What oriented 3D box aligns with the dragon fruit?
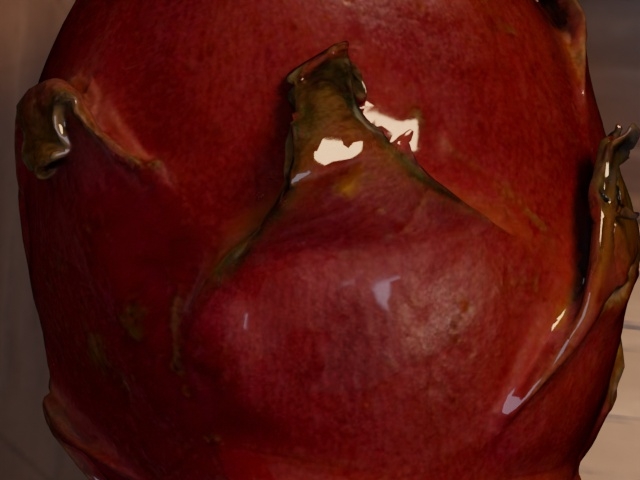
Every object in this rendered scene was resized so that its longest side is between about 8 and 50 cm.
[{"bbox_3d":[0.000,-0.004,0.722,0.250,0.250,0.315,12,107,3],"label":"dragon fruit"}]
